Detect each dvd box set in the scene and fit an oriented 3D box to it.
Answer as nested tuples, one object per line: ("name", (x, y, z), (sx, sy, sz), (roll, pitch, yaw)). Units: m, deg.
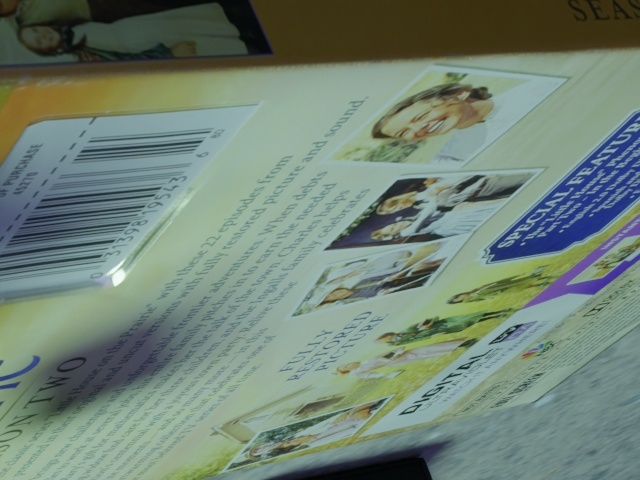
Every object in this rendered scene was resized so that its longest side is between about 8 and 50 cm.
("dvd box set", (0.000, 0.000, 0.584), (0.420, 0.062, 0.307), (-8, 154, -38))

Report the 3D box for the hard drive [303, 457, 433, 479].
("hard drive", (-0.028, 0.249, 1.050), (0.172, 0.054, 0.254), (-4, 129, -43))
